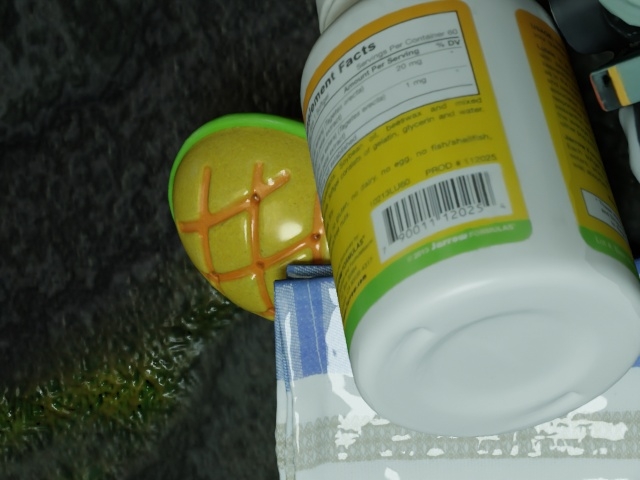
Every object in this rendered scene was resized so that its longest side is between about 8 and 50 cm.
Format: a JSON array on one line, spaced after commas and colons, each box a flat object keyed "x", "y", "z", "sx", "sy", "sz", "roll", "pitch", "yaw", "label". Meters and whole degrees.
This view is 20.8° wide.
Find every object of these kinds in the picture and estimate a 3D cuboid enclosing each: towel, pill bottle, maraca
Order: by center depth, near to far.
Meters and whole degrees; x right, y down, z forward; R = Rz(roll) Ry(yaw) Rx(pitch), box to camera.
[{"x": 0.064, "y": -0.041, "z": 0.845, "sx": 0.136, "sy": 0.136, "sz": 0.245, "roll": -36, "pitch": 46, "yaw": 30, "label": "pill bottle"}, {"x": 0.080, "y": 0.150, "z": 0.917, "sx": 0.209, "sy": 0.034, "sz": 0.285, "roll": -2, "pitch": 99, "yaw": 4, "label": "towel"}, {"x": 0.000, "y": 0.000, "z": 0.963, "sx": 0.186, "sy": 0.099, "sz": 0.127, "roll": 30, "pitch": 131, "yaw": 2, "label": "maraca"}]

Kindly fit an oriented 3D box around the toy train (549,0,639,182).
[{"x": 0.263, "y": -0.115, "z": 0.762, "sx": 0.334, "sy": 0.142, "sz": 0.190, "roll": -18, "pitch": 97, "yaw": 33, "label": "toy train"}]
